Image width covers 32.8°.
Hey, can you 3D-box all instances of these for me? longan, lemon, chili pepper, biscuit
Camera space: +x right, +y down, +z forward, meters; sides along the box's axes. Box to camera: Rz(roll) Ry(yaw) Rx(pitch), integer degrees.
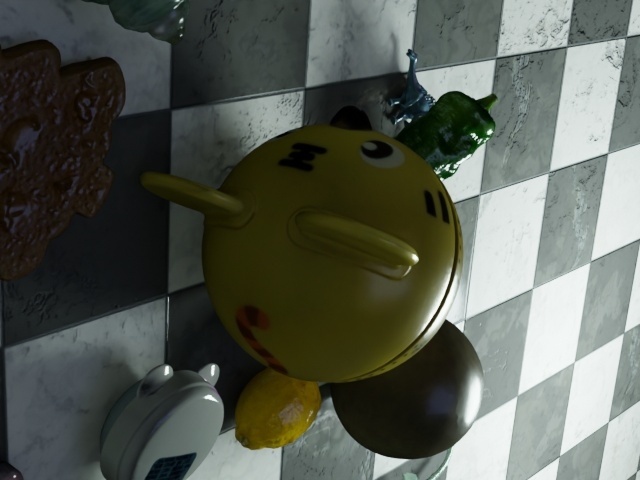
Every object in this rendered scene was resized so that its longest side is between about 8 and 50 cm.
[{"bbox_3d":[0.142,0.228,1.738,0.258,0.258,0.258,-25,124,-43],"label":"longan"},{"bbox_3d":[-0.065,0.246,1.600,0.155,0.114,0.114,-40,133,-27],"label":"lemon"},{"bbox_3d":[0.170,-0.136,1.679,0.270,0.099,0.136,-40,120,1],"label":"chili pepper"},{"bbox_3d":[-0.335,-0.115,1.163,0.301,0.043,0.278,41,75,-49],"label":"biscuit"}]

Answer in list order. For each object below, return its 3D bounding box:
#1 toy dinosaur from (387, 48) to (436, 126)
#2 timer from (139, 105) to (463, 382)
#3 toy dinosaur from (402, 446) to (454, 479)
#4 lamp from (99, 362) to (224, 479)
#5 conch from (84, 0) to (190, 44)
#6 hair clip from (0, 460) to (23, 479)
[{"bbox_3d":[0.148,-0.206,1.718,0.080,0.045,0.197,-34,126,-32],"label":"toy dinosaur"},{"bbox_3d":[0.000,0.000,1.374,0.387,0.376,0.376,35,78,-57],"label":"timer"},{"bbox_3d":[0.170,0.468,2.005,0.383,0.076,0.129,-37,164,-28],"label":"toy dinosaur"},{"bbox_3d":[-0.222,0.267,1.420,0.179,0.108,0.246,11,104,-56],"label":"lamp"},{"bbox_3d":[-0.202,-0.339,1.143,0.220,0.195,0.277,-43,115,-71],"label":"conch"},{"bbox_3d":[-0.431,0.342,1.231,0.257,0.075,0.146,-16,113,-52],"label":"hair clip"}]
